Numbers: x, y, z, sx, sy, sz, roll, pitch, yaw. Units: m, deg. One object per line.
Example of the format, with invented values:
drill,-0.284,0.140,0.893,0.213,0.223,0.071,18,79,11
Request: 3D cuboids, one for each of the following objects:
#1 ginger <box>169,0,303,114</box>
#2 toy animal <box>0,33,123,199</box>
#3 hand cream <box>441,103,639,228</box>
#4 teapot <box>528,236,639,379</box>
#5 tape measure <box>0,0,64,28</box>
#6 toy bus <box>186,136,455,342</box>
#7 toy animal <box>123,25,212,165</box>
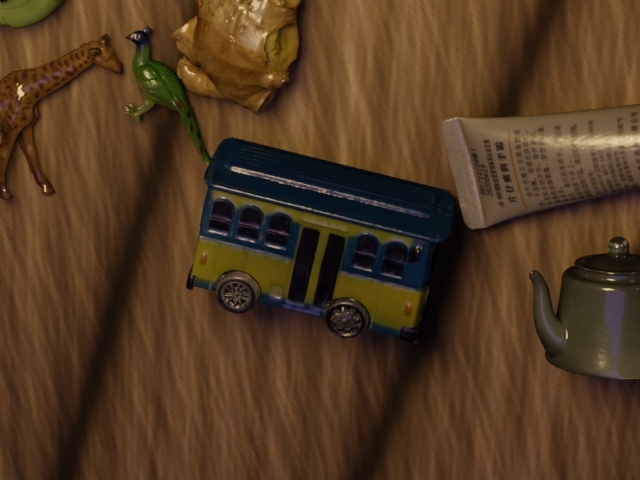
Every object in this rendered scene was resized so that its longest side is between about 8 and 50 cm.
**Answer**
ginger,-0.090,-0.250,1.886,0.157,0.102,0.216,28,124,29
toy animal,-0.353,-0.158,2.008,0.149,0.054,0.275,32,114,-5
hand cream,0.297,-0.090,1.879,0.314,0.089,0.139,-6,110,19
teapot,0.351,0.067,1.910,0.239,0.162,0.149,-4,101,-13
tape measure,-0.360,-0.324,1.919,0.177,0.087,0.154,-25,111,23
toy bus,0.000,0.000,1.943,0.288,0.138,0.175,14,117,2
toy animal,-0.187,-0.149,1.982,0.075,0.041,0.217,-23,110,12
